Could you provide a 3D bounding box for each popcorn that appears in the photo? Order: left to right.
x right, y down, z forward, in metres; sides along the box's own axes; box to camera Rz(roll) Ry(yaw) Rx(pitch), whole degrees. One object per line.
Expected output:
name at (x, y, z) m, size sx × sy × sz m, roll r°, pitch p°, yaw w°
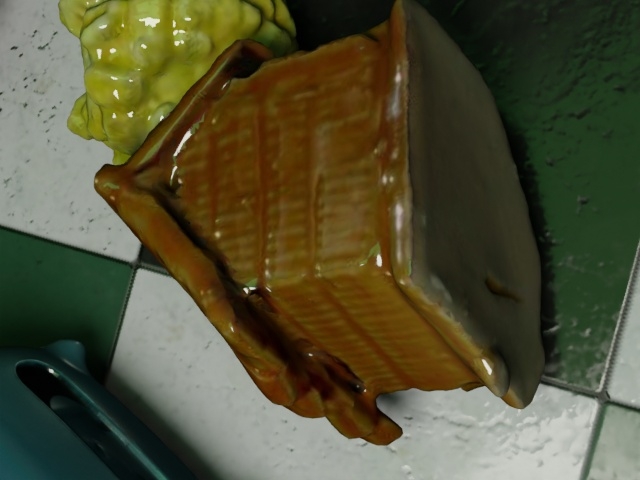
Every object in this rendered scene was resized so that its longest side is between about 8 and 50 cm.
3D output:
popcorn at (-0.098, -0.121, 0.751) m, size 0.142 × 0.173 × 0.173 m, roll 42°, pitch 98°, yaw 28°

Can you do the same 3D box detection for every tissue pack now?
tissue pack at (-0.186, 0.200, 0.721) m, size 0.287 × 0.198 × 0.206 m, roll 39°, pitch 99°, yaw 21°

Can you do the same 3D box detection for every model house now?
model house at (0.002, 0.000, 0.691) m, size 0.229 × 0.199 × 0.219 m, roll -7°, pitch 59°, yaw 29°
